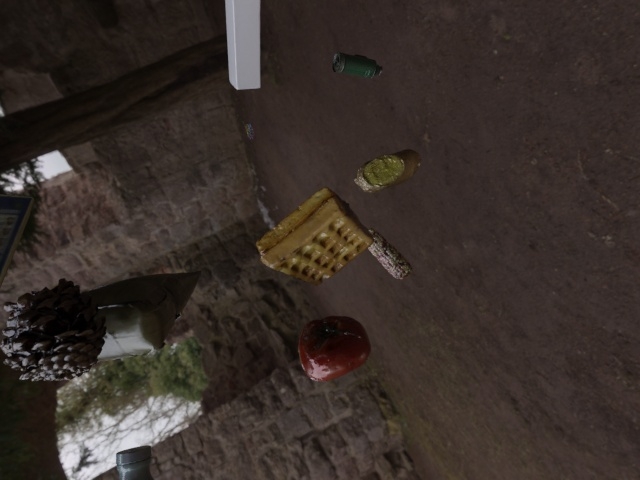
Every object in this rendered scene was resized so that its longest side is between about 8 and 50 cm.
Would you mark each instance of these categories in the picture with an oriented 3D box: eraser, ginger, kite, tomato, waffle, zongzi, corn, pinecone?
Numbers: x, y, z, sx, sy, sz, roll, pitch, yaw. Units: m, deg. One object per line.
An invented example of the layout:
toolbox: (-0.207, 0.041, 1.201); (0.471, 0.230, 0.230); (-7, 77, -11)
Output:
eraser: (-0.217, -0.587, 1.215); (0.076, 0.078, 0.298); (54, 148, 42)
ginger: (0.266, -0.269, 1.703); (0.221, 0.276, 0.130); (-22, -85, -74)
kite: (-0.169, -0.265, 0.991); (0.044, 0.002, 0.078); (-24, 93, 58)
tomato: (0.026, 0.298, 1.282); (0.228, 0.228, 0.101); (44, 160, 56)
waffle: (0.000, 0.000, 1.053); (0.098, 0.224, 0.328); (51, -172, 22)
zongzi: (-0.535, 0.177, 1.150); (0.393, 0.357, 0.174); (-87, -10, -73)
corn: (0.275, 0.058, 1.773); (0.280, 0.092, 0.092); (44, 176, -25)
pinecone: (-0.520, 0.172, 0.851); (0.179, 0.184, 0.204); (72, 179, -66)

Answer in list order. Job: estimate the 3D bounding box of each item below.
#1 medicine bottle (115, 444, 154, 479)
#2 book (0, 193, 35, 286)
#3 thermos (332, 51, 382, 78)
medicine bottle: (-0.365, 0.530, 0.855); (0.090, 0.091, 0.216); (112, 150, -73)
book: (-1.065, -0.009, 1.347); (0.018, 0.229, 0.322); (107, 167, -61)
thermos: (0.144, -0.664, 1.643); (0.083, 0.188, 0.073); (-117, 36, -53)
